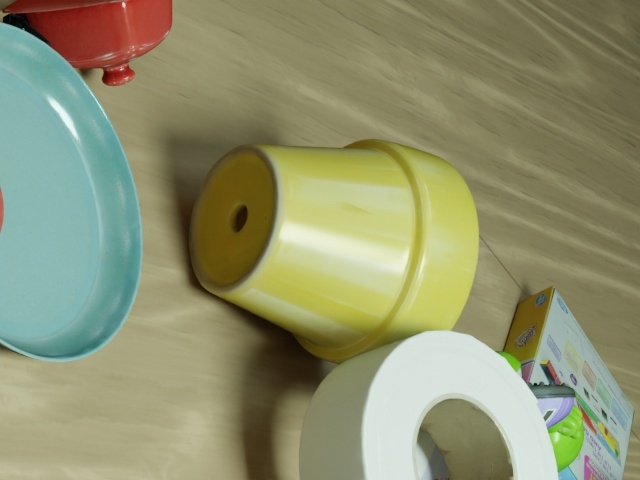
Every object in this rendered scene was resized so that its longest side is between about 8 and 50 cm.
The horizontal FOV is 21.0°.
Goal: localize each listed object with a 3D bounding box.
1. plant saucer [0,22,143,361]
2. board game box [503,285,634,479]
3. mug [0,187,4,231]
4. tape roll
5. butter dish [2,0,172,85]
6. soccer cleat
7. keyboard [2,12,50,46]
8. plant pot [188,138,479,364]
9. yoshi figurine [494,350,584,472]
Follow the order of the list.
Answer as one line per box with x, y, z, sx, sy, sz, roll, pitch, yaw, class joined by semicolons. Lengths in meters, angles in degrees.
-0.275;-0.041;1.557;0.317;0.043;0.318;36;45;-47;plant saucer
0.341;0.242;2.422;0.242;0.064;0.316;56;28;-15;board game box
-0.322;0.003;1.311;0.150;0.113;0.169;60;23;-3;mug
0.115;0.237;1.750;0.286;0.100;0.286;18;61;-37;tape roll
-0.219;-0.217;1.776;0.160;0.159;0.118;-47;131;-61;butter dish
0.152;0.235;1.925;0.318;0.108;0.116;-12;81;-26;soccer cleat
-0.303;-0.130;1.648;0.100;0.038;0.192;45;38;-51;keyboard
0.000;0.000;1.858;0.239;0.254;0.254;16;51;-36;plant pot
0.243;0.275;2.095;0.203;0.203;0.362;61;23;-26;yoshi figurine
